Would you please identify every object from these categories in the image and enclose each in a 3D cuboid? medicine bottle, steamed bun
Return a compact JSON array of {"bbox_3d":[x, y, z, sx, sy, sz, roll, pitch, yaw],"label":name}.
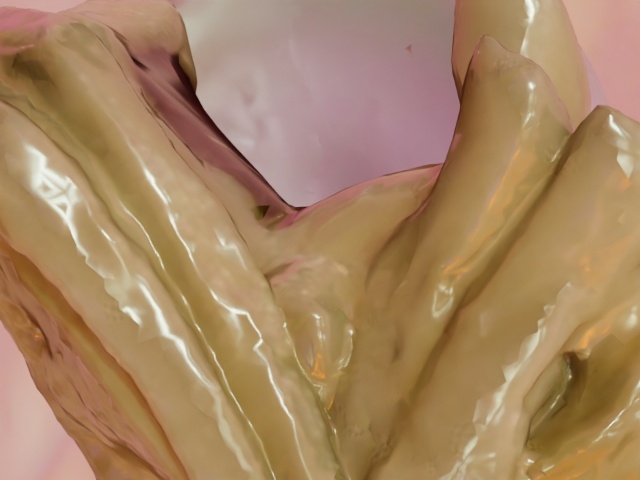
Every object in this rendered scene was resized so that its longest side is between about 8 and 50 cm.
[{"bbox_3d":[0.000,0.000,0.949,0.325,0.256,0.256,106,162,-85],"label":"medicine bottle"},{"bbox_3d":[0.053,0.074,0.593,0.428,0.189,0.247,56,170,-3],"label":"steamed bun"}]
